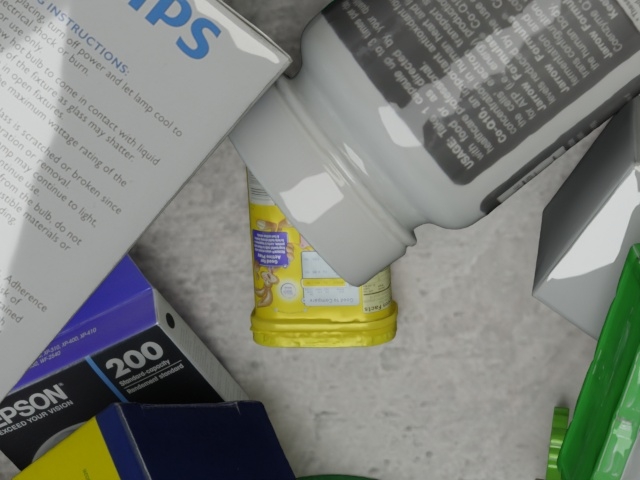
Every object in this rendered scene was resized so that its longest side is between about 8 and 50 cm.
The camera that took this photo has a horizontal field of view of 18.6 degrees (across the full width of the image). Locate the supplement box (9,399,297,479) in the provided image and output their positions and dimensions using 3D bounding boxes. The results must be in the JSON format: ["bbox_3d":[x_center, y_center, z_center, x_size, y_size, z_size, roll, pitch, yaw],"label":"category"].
[{"bbox_3d":[-0.193,0.303,1.662,0.356,0.194,0.195,-37,67,27],"label":"supplement box"}]

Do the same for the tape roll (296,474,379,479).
[{"bbox_3d":[0.015,0.373,1.775,0.321,0.077,0.321,3,109,9],"label":"tape roll"}]

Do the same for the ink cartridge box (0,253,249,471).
[{"bbox_3d":[-0.201,0.127,1.708,0.206,0.045,0.208,-26,125,16],"label":"ink cartridge box"}]

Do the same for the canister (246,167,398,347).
[{"bbox_3d":[0.000,0.000,1.659,0.126,0.073,0.170,-1,106,8],"label":"canister"}]

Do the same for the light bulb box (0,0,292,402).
[{"bbox_3d":[-0.239,-0.070,1.469,0.225,0.358,0.361,40,88,-10],"label":"light bulb box"}]

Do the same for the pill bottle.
[{"bbox_3d":[0.116,-0.140,1.494,0.361,0.204,0.204,-38,98,6],"label":"pill bottle"}]

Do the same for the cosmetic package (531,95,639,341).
[{"bbox_3d":[0.296,0.021,1.536,0.224,0.224,0.138,36,109,-3],"label":"cosmetic package"}]

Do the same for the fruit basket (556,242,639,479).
[{"bbox_3d":[0.359,0.143,1.363,0.353,0.165,0.327,17,110,-1],"label":"fruit basket"}]

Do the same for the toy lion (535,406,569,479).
[{"bbox_3d":[0.203,0.196,1.688,0.034,0.096,0.100,6,149,7],"label":"toy lion"}]
